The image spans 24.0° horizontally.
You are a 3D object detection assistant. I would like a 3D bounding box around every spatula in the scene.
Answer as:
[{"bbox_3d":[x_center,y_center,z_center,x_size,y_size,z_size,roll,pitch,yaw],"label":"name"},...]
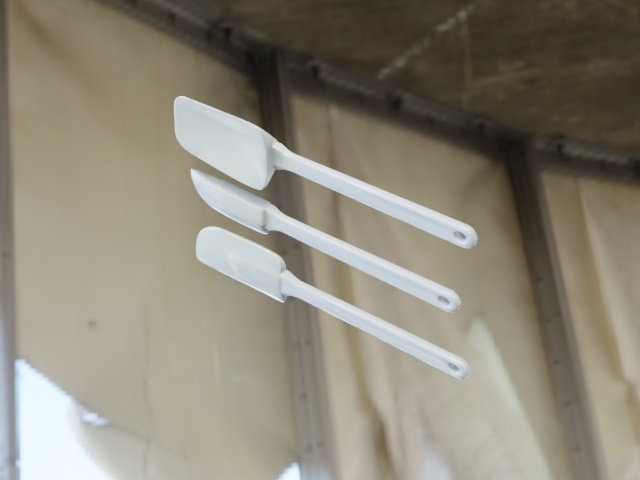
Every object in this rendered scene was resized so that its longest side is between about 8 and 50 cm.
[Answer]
[{"bbox_3d":[0.000,0.000,1.039,0.242,0.019,0.168,25,-43,26],"label":"spatula"}]
